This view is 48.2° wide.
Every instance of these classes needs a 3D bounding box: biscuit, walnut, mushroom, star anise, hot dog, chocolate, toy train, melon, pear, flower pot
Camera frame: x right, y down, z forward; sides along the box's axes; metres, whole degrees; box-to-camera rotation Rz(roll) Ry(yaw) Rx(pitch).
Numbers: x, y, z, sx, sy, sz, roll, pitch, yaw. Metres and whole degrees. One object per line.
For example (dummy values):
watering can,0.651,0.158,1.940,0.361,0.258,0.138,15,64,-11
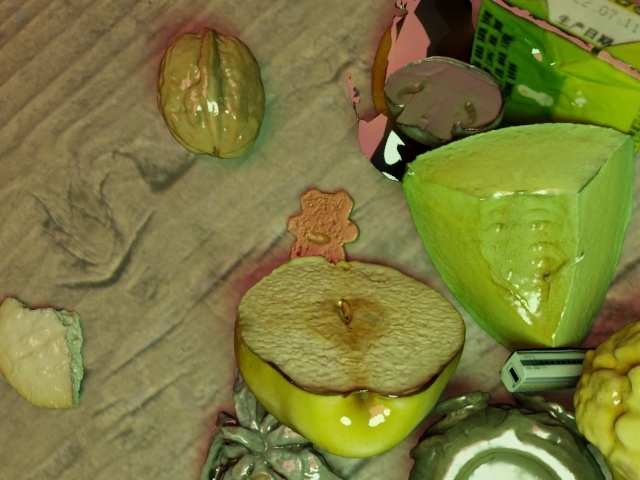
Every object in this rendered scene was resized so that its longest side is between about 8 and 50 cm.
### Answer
biscuit,0.005,-0.003,1.271,0.133,0.027,0.184,-5,81,13
walnut,-0.196,-0.264,1.287,0.198,0.198,0.245,-6,82,13
mushroom,0.199,-0.205,1.120,0.188,0.117,0.141,24,84,28
star anise,-0.083,0.362,1.168,0.316,0.139,0.359,-28,69,14
hot dog,0.150,-0.274,1.236,0.194,0.107,0.326,30,94,0
chocolate,0.378,-0.246,1.083,0.289,0.301,0.137,37,76,17
toy train,0.384,0.192,1.057,0.048,0.252,0.055,-115,36,-45
biscuit,-0.534,0.207,1.368,0.188,0.040,0.265,-46,73,5
melon,0.309,0.021,1.075,0.331,0.343,0.226,-12,40,1
pear,0.040,0.190,1.085,0.340,0.386,0.191,3,117,-1
flower pot,0.268,0.359,1.043,0.302,0.213,0.301,-2,80,13

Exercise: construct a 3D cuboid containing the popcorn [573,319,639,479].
popcorn,0.530,0.255,0.902,0.354,0.344,0.390,-20,100,38
